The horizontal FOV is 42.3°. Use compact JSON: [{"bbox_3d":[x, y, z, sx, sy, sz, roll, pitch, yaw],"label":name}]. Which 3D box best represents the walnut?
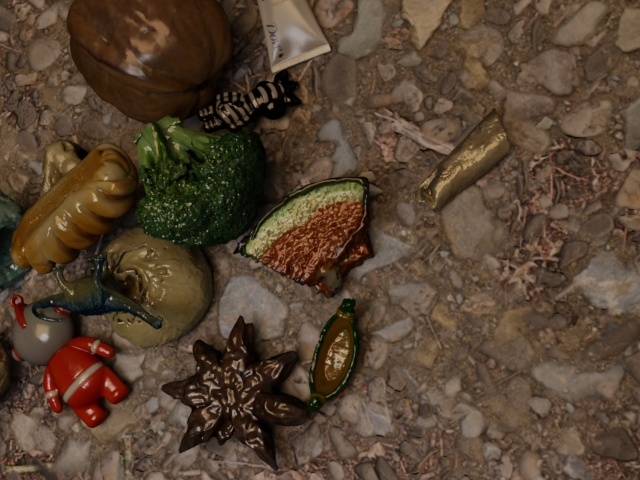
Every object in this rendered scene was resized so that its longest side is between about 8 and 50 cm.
[{"bbox_3d":[-0.352,-0.408,1.681,0.344,0.306,0.306,38,97,10],"label":"walnut"}]

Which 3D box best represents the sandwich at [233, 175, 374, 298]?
[{"bbox_3d":[0.001,-0.014,1.627,0.212,0.109,0.292,45,104,7],"label":"sandwich"}]

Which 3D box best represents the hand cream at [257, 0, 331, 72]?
[{"bbox_3d":[-0.081,-0.483,1.715,0.133,0.083,0.248,-20,89,17],"label":"hand cream"}]

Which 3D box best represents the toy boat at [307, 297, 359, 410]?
[{"bbox_3d":[0.027,0.220,1.601,0.089,0.088,0.229,18,91,19],"label":"toy boat"}]

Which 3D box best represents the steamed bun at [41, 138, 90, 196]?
[{"bbox_3d":[-0.502,-0.127,1.786,0.155,0.141,0.172,5,92,8],"label":"steamed bun"}]

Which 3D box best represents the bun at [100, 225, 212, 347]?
[{"bbox_3d":[-0.355,0.086,1.704,0.259,0.152,0.259,-2,84,20],"label":"bun"}]

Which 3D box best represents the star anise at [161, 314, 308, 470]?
[{"bbox_3d":[-0.171,0.318,1.644,0.315,0.108,0.315,-2,79,12],"label":"star anise"}]

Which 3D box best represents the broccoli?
[{"bbox_3d":[-0.231,-0.120,1.591,0.308,0.308,0.275,-33,92,12],"label":"broccoli"}]

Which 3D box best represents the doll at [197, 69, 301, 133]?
[{"bbox_3d":[-0.142,-0.277,1.695,0.219,0.067,0.091,-23,71,-12],"label":"doll"}]

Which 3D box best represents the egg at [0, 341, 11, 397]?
[{"bbox_3d":[-0.787,0.290,1.797,0.245,0.203,0.203,-22,78,25],"label":"egg"}]

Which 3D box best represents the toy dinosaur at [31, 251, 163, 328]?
[{"bbox_3d":[-0.455,0.101,1.628,0.363,0.076,0.147,-2,102,31],"label":"toy dinosaur"}]

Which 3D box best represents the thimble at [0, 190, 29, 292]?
[{"bbox_3d":[-0.724,-0.006,1.800,0.143,0.198,0.235,36,114,21],"label":"thimble"}]

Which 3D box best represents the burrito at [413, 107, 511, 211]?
[{"bbox_3d":[0.274,-0.144,1.572,0.226,0.060,0.087,-43,74,9],"label":"burrito"}]

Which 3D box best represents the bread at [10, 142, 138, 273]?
[{"bbox_3d":[-0.488,-0.053,1.655,0.311,0.121,0.173,-38,40,17],"label":"bread"}]

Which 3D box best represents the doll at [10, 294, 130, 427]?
[{"bbox_3d":[-0.558,0.244,1.784,0.336,0.105,0.200,45,101,9],"label":"doll"}]
